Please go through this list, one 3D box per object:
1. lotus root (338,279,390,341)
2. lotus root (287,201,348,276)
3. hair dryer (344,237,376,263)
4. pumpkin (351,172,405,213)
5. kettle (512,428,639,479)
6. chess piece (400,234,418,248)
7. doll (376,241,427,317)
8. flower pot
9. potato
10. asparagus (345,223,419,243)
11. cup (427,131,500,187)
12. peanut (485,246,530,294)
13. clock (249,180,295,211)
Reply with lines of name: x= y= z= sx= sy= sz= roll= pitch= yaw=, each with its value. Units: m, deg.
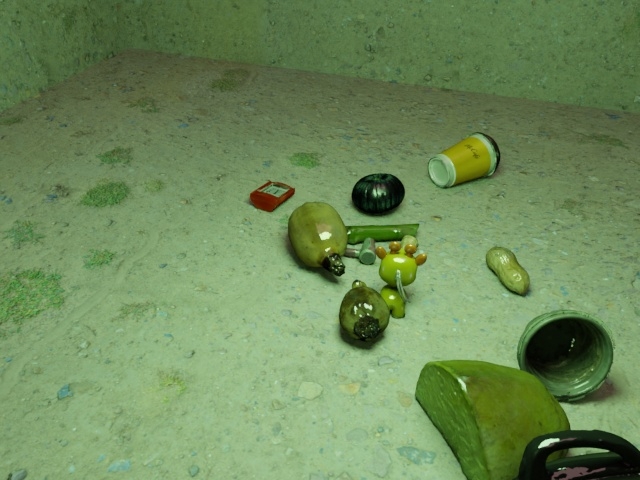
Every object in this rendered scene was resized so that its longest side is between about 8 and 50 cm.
lotus root: x=0.119 y=0.188 z=1.542 sx=0.139 sy=0.138 sz=0.214 roll=4 pitch=33 yaw=0
lotus root: x=0.000 y=0.000 z=1.773 sx=0.183 sy=0.182 sz=0.310 roll=-7 pitch=42 yaw=-15
hair dryer: x=0.105 y=0.031 z=1.847 sx=0.154 sy=0.054 sz=0.106 roll=1 pitch=29 yaw=3
pumpkin: x=0.213 y=-0.171 z=2.077 sx=0.202 sy=0.140 sz=0.202 roll=-8 pitch=24 yaw=3
kettle: x=0.469 y=0.487 z=1.022 sx=0.271 sy=0.250 sz=0.207 roll=0 pitch=51 yaw=-3
chess piece: x=0.266 y=0.048 z=1.831 sx=0.060 sy=0.060 sz=0.172 roll=18 pitch=39 yaw=19
doll: x=0.216 y=0.100 z=1.601 sx=0.143 sy=0.220 sz=0.135 roll=12 pitch=31 yaw=6
flower pot: x=0.600 y=0.268 z=1.418 sx=0.236 sy=0.235 sz=0.140 roll=7 pitch=12 yaw=4
potato: x=0.413 y=0.365 z=1.230 sx=0.280 sy=0.212 sz=0.330 roll=-9 pitch=37 yaw=-17
asparagus: x=0.211 y=-0.025 z=1.930 sx=0.278 sy=0.060 sz=0.067 roll=-2 pitch=15 yaw=-9
cup: x=0.589 y=-0.325 z=2.314 sx=0.280 sy=0.196 sz=0.196 roll=-23 pitch=42 yaw=-24
peanut: x=0.589 y=0.088 z=1.779 sx=0.100 sy=0.099 sz=0.214 roll=-3 pitch=40 yaw=-10
clock: x=-0.177 y=-0.166 z=2.100 sx=0.113 sy=0.061 sz=0.155 roll=18 pitch=33 yaw=20
